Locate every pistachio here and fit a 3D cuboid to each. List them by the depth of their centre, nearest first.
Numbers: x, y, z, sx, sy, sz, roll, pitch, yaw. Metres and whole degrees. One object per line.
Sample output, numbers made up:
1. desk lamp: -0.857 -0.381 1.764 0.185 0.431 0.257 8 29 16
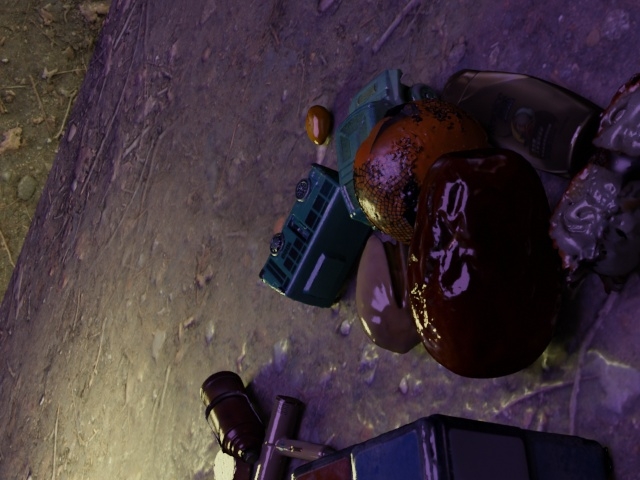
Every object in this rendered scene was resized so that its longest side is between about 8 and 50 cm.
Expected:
1. pistachio: 0.121 0.087 1.620 0.152 0.126 0.223 90 174 -59

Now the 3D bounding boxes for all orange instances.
1. orange: 0.166 -0.104 1.502 0.182 0.234 0.234 -11 68 55

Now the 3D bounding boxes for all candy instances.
1. candy: -0.181 0.467 1.976 0.103 0.043 0.103 -28 55 48

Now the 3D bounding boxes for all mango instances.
1. mango: -0.005 -0.240 2.012 0.060 0.046 0.089 -31 56 46

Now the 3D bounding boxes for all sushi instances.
1. sushi: 0.410 -0.088 1.260 0.130 0.124 0.332 49 119 52

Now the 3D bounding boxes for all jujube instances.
1. jujube: 0.227 0.034 1.349 0.223 0.223 0.318 17 114 57

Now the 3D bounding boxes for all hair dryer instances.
1. hair dryer: -0.034 0.412 1.789 0.220 0.054 0.195 16 91 50

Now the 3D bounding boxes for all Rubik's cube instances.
1. Rubik's cube: 0.172 0.420 1.226 0.313 0.318 0.316 -35 49 46

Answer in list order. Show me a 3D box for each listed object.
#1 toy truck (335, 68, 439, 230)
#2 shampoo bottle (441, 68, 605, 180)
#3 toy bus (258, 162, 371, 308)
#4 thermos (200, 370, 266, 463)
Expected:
1. toy truck: 0.119 -0.162 1.696 0.155 0.156 0.278 -34 51 45
2. shampoo bottle: 0.310 -0.195 1.493 0.350 0.084 0.125 43 119 55
3. toy bus: 0.000 0.000 1.831 0.147 0.128 0.256 42 110 53
4. thermos: -0.168 0.371 1.946 0.099 0.124 0.232 -29 36 -6
